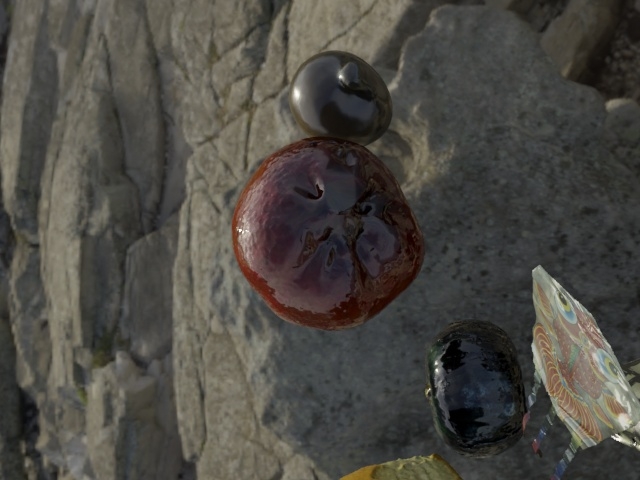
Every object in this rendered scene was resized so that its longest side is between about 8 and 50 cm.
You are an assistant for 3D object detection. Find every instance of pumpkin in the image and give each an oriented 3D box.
[{"bbox_3d":[0.257,0.246,1.196,0.163,0.233,0.233,-9,77,9],"label":"pumpkin"}]

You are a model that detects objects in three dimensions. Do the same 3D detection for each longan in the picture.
[{"bbox_3d":[0.038,-0.241,1.210,0.159,0.185,0.204,-62,3,-18],"label":"longan"}]

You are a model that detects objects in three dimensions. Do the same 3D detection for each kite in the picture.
[{"bbox_3d":[0.185,0.127,0.545,0.229,0.016,0.127,80,171,-47],"label":"kite"}]

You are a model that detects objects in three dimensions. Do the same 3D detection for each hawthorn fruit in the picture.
[{"bbox_3d":[0.004,0.005,1.074,0.295,0.295,0.311,60,156,33],"label":"hawthorn fruit"}]

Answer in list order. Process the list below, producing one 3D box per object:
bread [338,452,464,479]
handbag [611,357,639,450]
[{"bbox_3d":[0.151,0.451,0.939,0.375,0.237,0.165,-145,51,-66],"label":"bread"},{"bbox_3d":[0.798,0.350,1.515,0.327,0.325,0.162,-148,41,-79],"label":"handbag"}]
